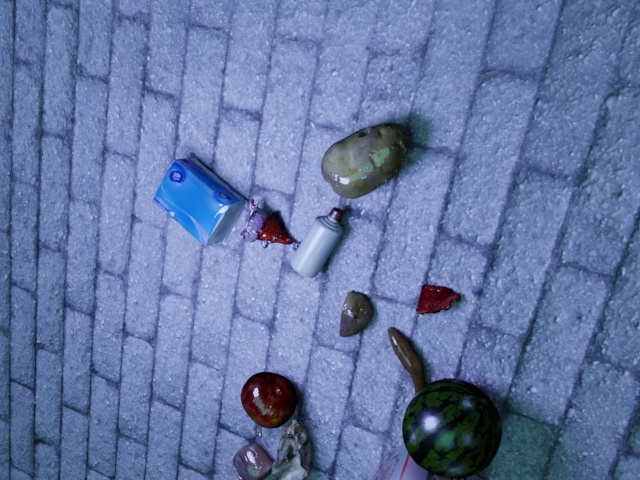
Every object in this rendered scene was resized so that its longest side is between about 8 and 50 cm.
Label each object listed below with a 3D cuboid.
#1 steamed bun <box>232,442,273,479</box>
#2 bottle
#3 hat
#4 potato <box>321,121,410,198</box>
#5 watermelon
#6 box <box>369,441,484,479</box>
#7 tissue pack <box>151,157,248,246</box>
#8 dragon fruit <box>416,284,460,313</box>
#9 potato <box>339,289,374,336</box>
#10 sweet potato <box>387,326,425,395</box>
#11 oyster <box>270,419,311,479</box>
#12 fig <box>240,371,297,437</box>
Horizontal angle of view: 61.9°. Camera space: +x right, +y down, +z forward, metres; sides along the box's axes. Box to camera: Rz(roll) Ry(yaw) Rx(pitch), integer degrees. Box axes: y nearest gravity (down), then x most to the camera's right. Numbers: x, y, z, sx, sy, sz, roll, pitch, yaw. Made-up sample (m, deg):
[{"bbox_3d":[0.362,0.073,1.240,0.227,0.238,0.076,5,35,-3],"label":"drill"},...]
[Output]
[{"bbox_3d":[-0.266,0.857,2.030,0.145,0.106,0.175,46,127,17],"label":"steamed bun"},{"bbox_3d":[0.000,0.000,1.741,0.104,0.104,0.245,36,112,13],"label":"bottle"},{"bbox_3d":[-0.157,-0.030,1.817,0.228,0.129,0.140,25,88,-2],"label":"hat"},{"bbox_3d":[0.139,-0.243,1.611,0.296,0.141,0.191,-30,72,26],"label":"potato"},{"bbox_3d":[0.392,0.557,1.599,0.285,0.285,0.285,5,103,22],"label":"watermelon"},{"bbox_3d":[0.312,0.848,1.676,0.300,0.314,0.312,36,113,9],"label":"box"},{"bbox_3d":[-0.425,-0.136,1.870,0.263,0.146,0.198,40,113,11],"label":"tissue pack"},{"bbox_3d":[0.361,0.195,1.650,0.131,0.063,0.097,5,103,22],"label":"dragon fruit"},{"bbox_3d":[0.112,0.263,1.757,0.101,0.089,0.171,15,105,17],"label":"potato"},{"bbox_3d":[0.289,0.396,1.730,0.078,0.058,0.255,-22,95,42],"label":"sweet potato"},{"bbox_3d":[-0.098,0.784,1.951,0.166,0.110,0.341,8,107,31],"label":"oyster"},{"bbox_3d":[-0.198,0.581,1.929,0.204,0.186,0.249,36,146,-2],"label":"fig"}]
